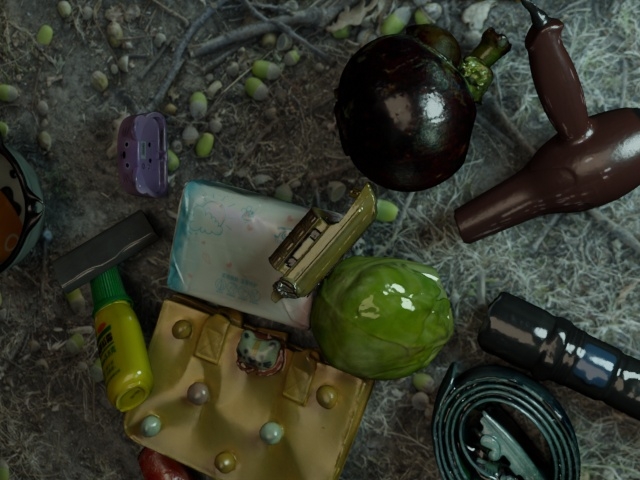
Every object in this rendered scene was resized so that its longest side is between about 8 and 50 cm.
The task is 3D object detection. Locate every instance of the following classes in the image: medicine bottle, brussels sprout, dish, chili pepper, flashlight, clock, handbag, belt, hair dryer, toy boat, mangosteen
[{"bbox_3d":[-0.357,0.147,1.292,0.111,0.076,0.309,-55,44,34],"label":"medicine bottle"},{"bbox_3d":[0.094,0.124,1.138,0.223,0.161,0.223,1,111,1],"label":"brussels sprout"},{"bbox_3d":[-0.623,-0.069,1.402,0.303,0.120,0.303,2,95,19],"label":"dish"},{"bbox_3d":[-0.262,0.458,1.338,0.084,0.086,0.192,-30,73,-9],"label":"chili pepper"},{"bbox_3d":[0.436,0.202,1.075,0.424,0.103,0.103,25,102,14],"label":"flashlight"},{"bbox_3d":[-0.317,-0.150,1.294,0.050,0.110,0.153,1,95,18],"label":"clock"},{"bbox_3d":[-0.132,0.276,1.264,0.401,0.133,0.283,22,96,16],"label":"handbag"},{"bbox_3d":[0.274,0.300,1.123,0.206,0.116,0.267,-30,87,16],"label":"belt"},{"bbox_3d":[0.286,-0.168,1.006,0.312,0.123,0.340,-23,121,17],"label":"hair dryer"},{"bbox_3d":[0.000,0.000,1.096,0.088,0.068,0.226,41,101,5],"label":"toy boat"},{"bbox_3d":[0.158,-0.204,1.074,0.289,0.231,0.231,-27,85,4],"label":"mangosteen"}]

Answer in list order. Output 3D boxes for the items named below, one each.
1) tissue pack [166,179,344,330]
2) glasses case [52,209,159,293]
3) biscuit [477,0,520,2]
[{"bbox_3d":[-0.109,0.021,1.231,0.271,0.124,0.201,15,103,17],"label":"tissue pack"},{"bbox_3d":[-0.386,0.018,1.323,0.190,0.042,0.072,-31,56,-4],"label":"glasses case"},{"bbox_3d":[0.276,-0.441,1.101,0.238,0.041,0.212,35,99,13],"label":"biscuit"}]
